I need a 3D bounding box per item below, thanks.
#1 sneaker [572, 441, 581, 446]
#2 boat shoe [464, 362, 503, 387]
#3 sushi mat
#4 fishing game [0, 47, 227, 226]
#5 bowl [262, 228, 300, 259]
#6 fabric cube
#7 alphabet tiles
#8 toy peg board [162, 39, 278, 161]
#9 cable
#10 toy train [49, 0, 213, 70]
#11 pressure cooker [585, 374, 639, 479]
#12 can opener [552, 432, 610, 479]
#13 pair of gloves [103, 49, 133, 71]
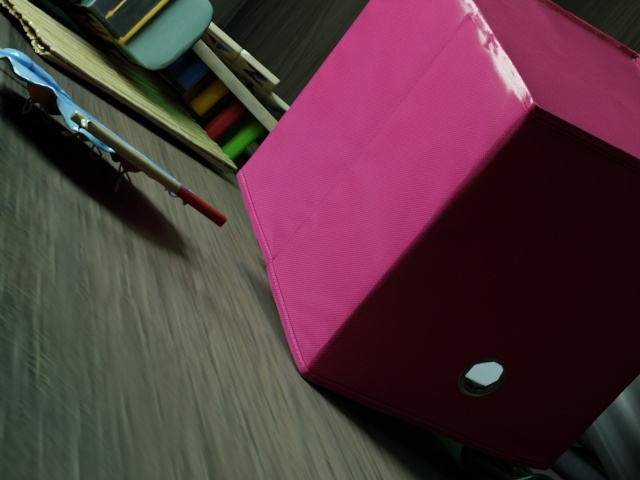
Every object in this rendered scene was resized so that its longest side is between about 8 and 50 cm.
[{"bbox_3d":[0.371,0.227,1.931,0.319,0.127,0.208,29,8,-20],"label":"sneaker"},{"bbox_3d":[0.198,0.112,1.712,0.156,0.136,0.367,41,-5,-30],"label":"boat shoe"},{"bbox_3d":[-0.214,-0.168,1.542,0.151,0.019,0.316,49,10,36],"label":"sushi mat"},{"bbox_3d":[-0.174,-0.079,1.094,0.189,0.041,0.264,38,-1,-33],"label":"fishing game"},{"bbox_3d":[0.000,0.000,1.325,0.170,0.080,0.170,32,25,-17],"label":"bowl"},{"bbox_3d":[0.128,-0.027,1.138,0.254,0.258,0.259,25,28,-31],"label":"fabric cube"},{"bbox_3d":[-0.148,-0.220,1.897,0.285,0.011,0.342,40,-12,-5],"label":"alphabet tiles"},{"bbox_3d":[-0.134,-0.169,1.724,0.160,0.079,0.161,45,1,-34],"label":"toy peg board"},{"bbox_3d":[0.179,0.220,1.167,0.184,0.047,0.150,28,9,-47],"label":"cable"},{"bbox_3d":[-0.234,-0.281,1.621,0.190,0.142,0.334,49,-8,-21],"label":"toy train"},{"bbox_3d":[0.461,0.202,1.393,0.369,0.376,0.420,-5,40,-13],"label":"pressure cooker"},{"bbox_3d":[0.339,0.273,1.604,0.283,0.076,0.095,38,6,-15],"label":"can opener"},{"bbox_3d":[-0.213,-0.180,1.709,0.074,0.010,0.083,39,9,-35],"label":"pair of gloves"}]
